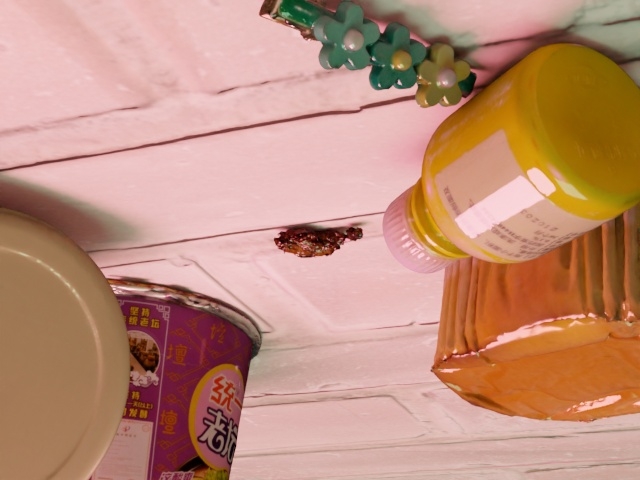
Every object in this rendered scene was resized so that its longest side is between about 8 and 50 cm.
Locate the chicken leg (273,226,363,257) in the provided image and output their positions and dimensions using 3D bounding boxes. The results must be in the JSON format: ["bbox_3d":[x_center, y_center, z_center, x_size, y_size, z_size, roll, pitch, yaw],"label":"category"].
[{"bbox_3d":[-0.001,0.001,1.003,0.083,0.021,0.036,-2,146,6],"label":"chicken leg"}]

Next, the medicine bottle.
[{"bbox_3d":[0.128,-0.041,0.784,0.122,0.122,0.212,14,153,-25],"label":"medicine bottle"}]

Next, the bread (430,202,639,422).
[{"bbox_3d":[0.236,0.049,0.949,0.204,0.156,0.288,24,151,-25],"label":"bread"}]

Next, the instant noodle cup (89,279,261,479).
[{"bbox_3d":[-0.238,0.223,1.213,0.340,0.266,0.340,2,155,1],"label":"instant noodle cup"}]

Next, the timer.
[{"bbox_3d":[-0.371,0.105,1.027,0.291,0.291,0.315,19,173,-34],"label":"timer"}]

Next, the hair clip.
[{"bbox_3d":[0.039,-0.119,0.707,0.173,0.049,0.049,15,152,-30],"label":"hair clip"}]
